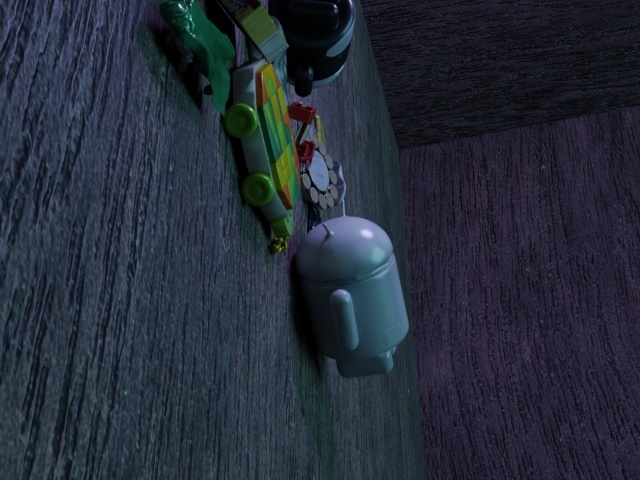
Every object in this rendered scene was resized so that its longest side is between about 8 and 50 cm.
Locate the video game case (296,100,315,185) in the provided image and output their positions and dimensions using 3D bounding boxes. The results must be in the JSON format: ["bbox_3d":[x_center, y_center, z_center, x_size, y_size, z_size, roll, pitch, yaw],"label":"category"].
[{"bbox_3d":[-0.031,-0.227,2.170,0.119,0.015,0.166,60,22,-63],"label":"video game case"}]

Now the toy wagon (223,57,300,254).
[{"bbox_3d":[-0.089,-0.144,1.641,0.267,0.068,0.345,-70,148,-69],"label":"toy wagon"}]

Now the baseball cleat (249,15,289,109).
[{"bbox_3d":[-0.098,-0.330,1.800,0.109,0.072,0.206,-21,111,-86],"label":"baseball cleat"}]

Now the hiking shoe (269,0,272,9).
[{"bbox_3d":[-0.062,-0.530,2.087,0.114,0.086,0.227,64,18,-47],"label":"hiking shoe"}]

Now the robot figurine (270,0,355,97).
[{"bbox_3d":[-0.023,-0.427,1.880,0.173,0.209,0.278,43,-16,10],"label":"robot figurine"}]

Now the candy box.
[{"bbox_3d":[-0.126,-0.390,1.589,0.109,0.053,0.186,50,1,15],"label":"candy box"}]

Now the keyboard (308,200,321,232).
[{"bbox_3d":[0.000,0.000,2.072,0.100,0.038,0.192,70,15,-44],"label":"keyboard"}]

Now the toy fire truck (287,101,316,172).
[{"bbox_3d":[-0.039,-0.208,1.867,0.192,0.047,0.135,-34,142,-78],"label":"toy fire truck"}]

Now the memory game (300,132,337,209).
[{"bbox_3d":[-0.009,-0.158,2.103,0.186,0.012,0.186,38,45,-51],"label":"memory game"}]

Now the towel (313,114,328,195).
[{"bbox_3d":[0.000,-0.195,2.250,0.102,0.021,0.237,74,10,-47],"label":"towel"}]

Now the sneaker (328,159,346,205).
[{"bbox_3d":[0.042,-0.140,2.382,0.061,0.053,0.152,73,12,-47],"label":"sneaker"}]

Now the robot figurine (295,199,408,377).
[{"bbox_3d":[0.064,0.102,1.869,0.300,0.199,0.354,-76,155,-66],"label":"robot figurine"}]

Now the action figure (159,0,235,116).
[{"bbox_3d":[-0.177,-0.280,1.305,0.232,0.063,0.137,58,26,-73],"label":"action figure"}]
